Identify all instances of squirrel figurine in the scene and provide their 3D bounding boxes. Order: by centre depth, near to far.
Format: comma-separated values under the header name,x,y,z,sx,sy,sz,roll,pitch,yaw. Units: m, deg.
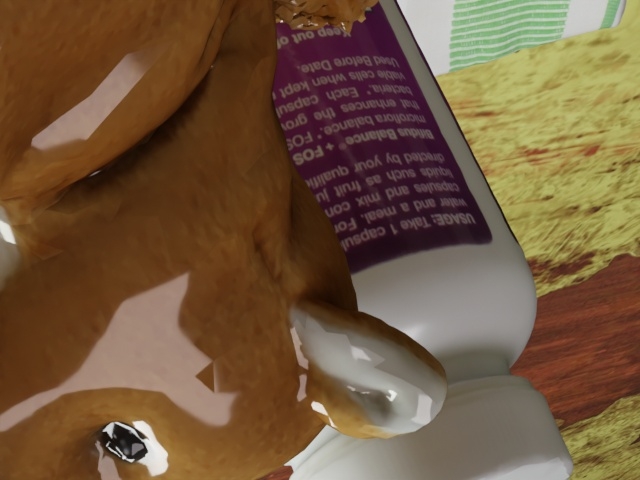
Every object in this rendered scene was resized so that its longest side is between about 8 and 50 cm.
name,x,y,z,sx,sy,sz,roll,pitch,yaw
squirrel figurine,-0.064,-0.103,0.505,0.397,0.281,0.370,-44,122,-24

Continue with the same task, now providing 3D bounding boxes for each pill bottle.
name,x,y,z,sx,sy,sz,roll,pitch,yaw
pill bottle,0.000,0.000,0.759,0.169,0.301,0.169,-20,157,-9

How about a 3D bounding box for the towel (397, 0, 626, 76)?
name,x,y,z,sx,sy,sz,roll,pitch,yaw
towel,0.050,-0.148,0.919,0.325,0.038,0.248,-21,156,-12
